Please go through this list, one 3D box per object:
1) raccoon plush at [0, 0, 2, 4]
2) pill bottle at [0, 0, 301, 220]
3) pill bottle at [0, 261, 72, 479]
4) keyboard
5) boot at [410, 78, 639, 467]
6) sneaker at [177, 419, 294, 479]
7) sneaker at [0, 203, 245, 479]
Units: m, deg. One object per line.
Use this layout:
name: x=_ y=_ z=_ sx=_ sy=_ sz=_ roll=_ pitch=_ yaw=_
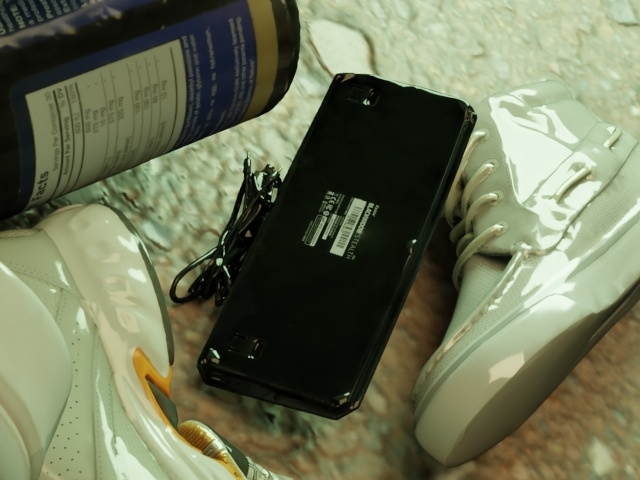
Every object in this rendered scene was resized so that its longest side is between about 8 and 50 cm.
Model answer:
raccoon plush: x=-0.223 y=-0.215 z=0.687 sx=0.446 sy=0.216 sz=0.299 roll=27 pitch=47 yaw=-1
pill bottle: x=-0.127 y=-0.076 z=0.821 sx=0.219 sy=0.123 sz=0.123 roll=-24 pitch=70 yaw=-30
pill bottle: x=-0.188 y=0.141 z=0.563 sx=0.176 sy=0.176 sz=0.319 roll=29 pitch=52 yaw=-9
keyboard: x=0.000 y=0.000 z=0.903 sx=0.100 sy=0.038 sz=0.192 roll=18 pitch=53 yaw=10
boot: x=0.085 y=0.006 z=0.937 sx=0.123 sy=0.095 sz=0.258 roll=39 pitch=38 yaw=13
sneaker: x=-0.029 y=0.107 z=0.819 sx=0.083 sy=0.032 sz=0.037 roll=49 pitch=32 yaw=4
sneaker: x=-0.099 y=0.106 z=0.739 sx=0.121 sy=0.099 sz=0.262 roll=-10 pitch=54 yaw=-28
